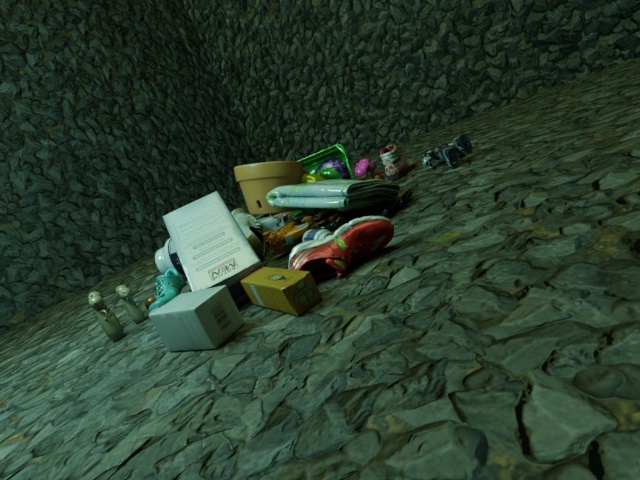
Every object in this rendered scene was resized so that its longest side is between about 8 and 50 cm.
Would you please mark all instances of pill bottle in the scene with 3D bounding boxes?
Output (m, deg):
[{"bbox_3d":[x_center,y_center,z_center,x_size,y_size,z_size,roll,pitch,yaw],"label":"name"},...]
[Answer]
[{"bbox_3d":[0.000,0.000,1.251,0.067,0.067,0.120,-30,15,-24],"label":"pill bottle"},{"bbox_3d":[-0.502,0.040,1.707,0.323,0.181,0.181,-21,14,16],"label":"pill bottle"}]

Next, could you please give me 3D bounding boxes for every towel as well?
[{"bbox_3d":[0.047,-0.171,1.486,0.374,0.090,0.320,5,11,42],"label":"towel"}]

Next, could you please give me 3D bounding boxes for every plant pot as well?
[{"bbox_3d":[-0.209,-0.218,1.769,0.291,0.203,0.291,-4,6,0],"label":"plant pot"}]

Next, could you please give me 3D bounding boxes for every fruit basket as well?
[{"bbox_3d":[-0.028,-0.262,1.954,0.392,0.283,0.392,-17,-3,-1],"label":"fruit basket"}]

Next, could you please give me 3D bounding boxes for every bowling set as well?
[{"bbox_3d":[-0.656,0.204,1.397,0.200,0.154,0.287,-33,16,-32],"label":"bowling set"}]

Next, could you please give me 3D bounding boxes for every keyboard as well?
[{"bbox_3d":[0.248,-0.110,1.355,0.192,0.038,0.100,-40,-3,-46],"label":"keyboard"}]

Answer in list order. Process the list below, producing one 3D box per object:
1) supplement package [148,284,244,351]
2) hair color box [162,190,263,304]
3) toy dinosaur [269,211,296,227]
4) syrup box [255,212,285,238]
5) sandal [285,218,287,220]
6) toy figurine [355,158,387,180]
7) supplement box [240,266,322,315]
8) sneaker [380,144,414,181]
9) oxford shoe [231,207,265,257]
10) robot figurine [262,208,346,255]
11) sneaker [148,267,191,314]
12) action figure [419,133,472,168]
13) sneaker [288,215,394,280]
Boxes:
[{"bbox_3d":[-0.285,0.181,0.962,0.179,0.105,0.105,-13,18,36],"label":"supplement package"},{"bbox_3d":[-0.305,0.025,1.203,0.185,0.113,0.374,-28,45,-12],"label":"hair color box"},{"bbox_3d":[-0.129,-0.077,1.412,0.082,0.090,0.047,-55,4,48],"label":"toy dinosaur"},{"bbox_3d":[-0.225,-0.058,1.793,0.093,0.096,0.237,-26,14,-19],"label":"syrup box"},{"bbox_3d":[-0.237,-0.085,2.034,0.179,0.040,0.067,-29,14,-19],"label":"sandal"},{"bbox_3d":[0.208,-0.258,1.688,0.173,0.159,0.130,-32,16,-32],"label":"toy figurine"},{"bbox_3d":[-0.097,0.113,0.967,0.078,0.080,0.233,-32,14,-28],"label":"supplement box"},{"bbox_3d":[0.356,-0.379,1.932,0.090,0.145,0.270,-15,16,33],"label":"sneaker"},{"bbox_3d":[-0.278,-0.026,1.623,0.130,0.169,0.449,-27,21,1],"label":"oxford shoe"},{"bbox_3d":[-0.051,-0.044,1.467,0.291,0.085,0.211,-27,15,-13],"label":"robot figurine"},{"bbox_3d":[-0.511,0.170,1.379,0.107,0.110,0.275,-24,14,-2],"label":"sneaker"},{"bbox_3d":[0.508,-0.352,1.696,0.185,0.099,0.285,-30,9,3],"label":"action figure"},{"bbox_3d":[0.056,0.038,1.010,0.279,0.107,0.118,-25,32,8],"label":"sneaker"}]
